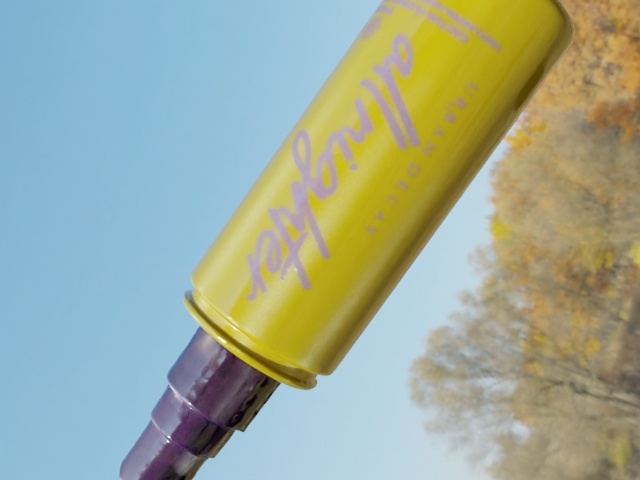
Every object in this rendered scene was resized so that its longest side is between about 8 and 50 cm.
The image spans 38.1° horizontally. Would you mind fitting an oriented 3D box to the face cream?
[{"bbox_3d":[0.000,0.000,0.407,0.273,0.078,0.078,-54,-18,4],"label":"face cream"}]
